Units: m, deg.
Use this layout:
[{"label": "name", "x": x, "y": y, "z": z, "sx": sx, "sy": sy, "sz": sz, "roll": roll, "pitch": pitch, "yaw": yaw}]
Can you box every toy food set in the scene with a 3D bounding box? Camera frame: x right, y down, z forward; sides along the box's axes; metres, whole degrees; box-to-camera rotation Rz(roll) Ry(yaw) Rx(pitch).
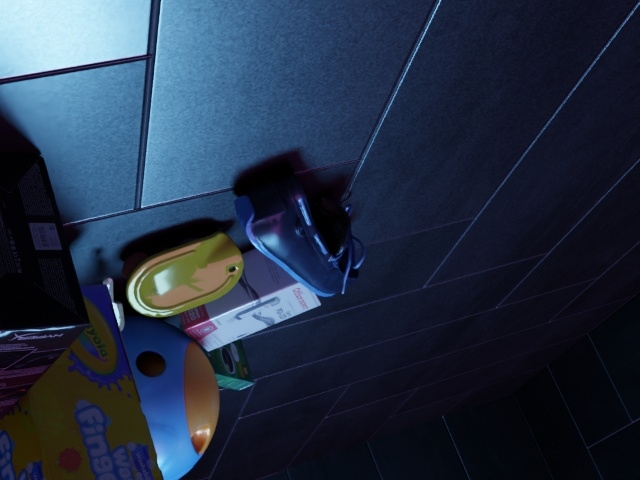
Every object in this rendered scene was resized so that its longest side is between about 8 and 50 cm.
[{"label": "toy food set", "x": -0.227, "y": 0.044, "z": 1.409, "sx": 0.218, "sy": 0.071, "sz": 0.128, "roll": -19, "pitch": 135, "yaw": -13}]

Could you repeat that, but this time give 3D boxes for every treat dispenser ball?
[{"label": "treat dispenser ball", "x": -0.308, "y": 0.266, "z": 1.538, "sx": 0.288, "sy": 0.288, "sz": 0.288, "roll": -19, "pitch": 159, "yaw": -8}]

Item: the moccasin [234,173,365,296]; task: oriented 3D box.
[{"label": "moccasin", "x": 0.000, "y": 0.000, "z": 1.418, "sx": 0.117, "sy": 0.137, "sz": 0.342, "roll": -32, "pitch": 158, "yaw": 12}]

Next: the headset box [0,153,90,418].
[{"label": "headset box", "x": -0.396, "y": 0.070, "z": 1.082, "sx": 0.110, "sy": 0.218, "sz": 0.293, "roll": 0, "pitch": 150, "yaw": -42}]

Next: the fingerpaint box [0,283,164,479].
[{"label": "fingerpaint box", "x": -0.377, "y": 0.336, "z": 1.256, "sx": 0.163, "sy": 0.444, "sz": 0.371, "roll": 1, "pitch": 150, "yaw": -44}]

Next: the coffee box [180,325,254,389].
[{"label": "coffee box", "x": -0.193, "y": 0.218, "z": 1.785, "sx": 0.040, "sy": 0.113, "sz": 0.184, "roll": -24, "pitch": 160, "yaw": 14}]

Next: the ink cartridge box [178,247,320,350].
[{"label": "ink cartridge box", "x": -0.121, "y": 0.090, "z": 1.575, "sx": 0.218, "sy": 0.092, "sz": 0.158, "roll": -24, "pitch": 159, "yaw": 0}]
